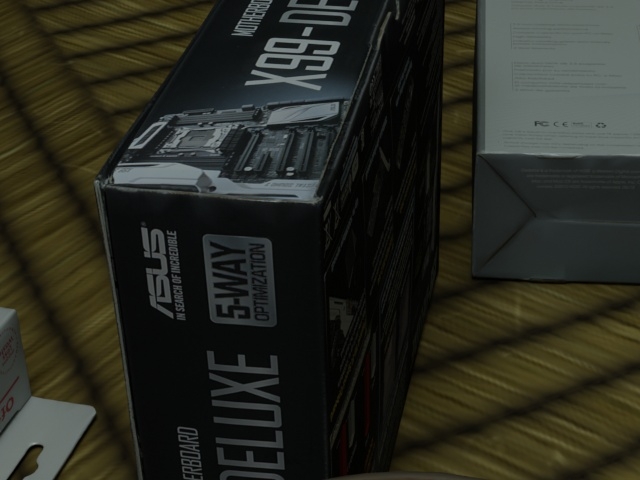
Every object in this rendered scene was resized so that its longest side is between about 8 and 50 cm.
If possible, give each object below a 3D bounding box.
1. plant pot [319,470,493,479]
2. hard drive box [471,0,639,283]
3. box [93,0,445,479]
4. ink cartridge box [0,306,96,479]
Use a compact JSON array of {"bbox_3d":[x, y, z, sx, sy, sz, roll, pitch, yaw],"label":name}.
[{"bbox_3d":[0.019,0.189,0.323,0.263,0.229,0.263,-2,35,1],"label":"plant pot"},{"bbox_3d":[0.185,-0.074,0.825,0.181,0.089,0.232,3,35,6],"label":"hard drive box"},{"bbox_3d":[0.000,0.000,0.590,0.077,0.242,0.307,6,36,11],"label":"box"},{"bbox_3d":[-0.214,0.077,0.645,0.181,0.061,0.104,9,36,14],"label":"ink cartridge box"}]
